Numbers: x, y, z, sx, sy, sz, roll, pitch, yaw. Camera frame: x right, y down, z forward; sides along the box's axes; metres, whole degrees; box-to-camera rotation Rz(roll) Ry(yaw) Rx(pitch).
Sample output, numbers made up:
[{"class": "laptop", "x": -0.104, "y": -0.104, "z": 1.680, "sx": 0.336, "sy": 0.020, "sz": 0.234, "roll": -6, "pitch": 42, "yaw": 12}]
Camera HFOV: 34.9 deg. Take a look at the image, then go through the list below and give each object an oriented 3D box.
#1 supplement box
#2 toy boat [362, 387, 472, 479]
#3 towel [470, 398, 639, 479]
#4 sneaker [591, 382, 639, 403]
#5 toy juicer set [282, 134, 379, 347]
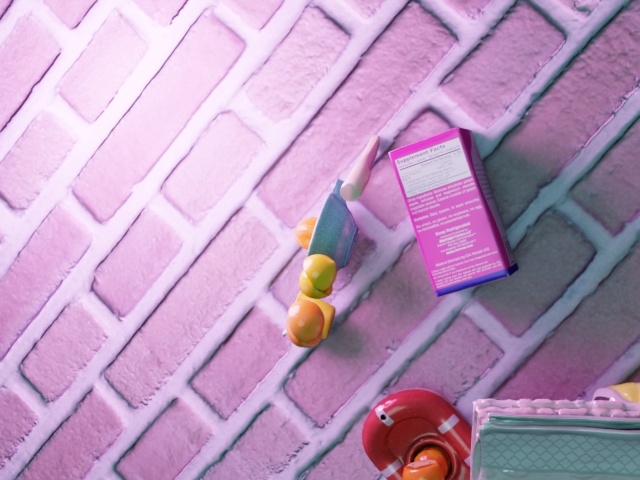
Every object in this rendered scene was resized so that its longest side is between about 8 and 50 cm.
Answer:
[{"class": "supplement box", "x": 0.193, "y": -0.042, "z": 1.463, "sx": 0.114, "sy": 0.111, "sz": 0.219, "roll": -18, "pitch": 88, "yaw": 18}, {"class": "toy boat", "x": 0.157, "y": 0.327, "z": 1.478, "sx": 0.151, "sy": 0.151, "sz": 0.231, "roll": -43, "pitch": 81, "yaw": 15}, {"class": "towel", "x": 0.366, "y": 0.331, "z": 1.355, "sx": 0.332, "sy": 0.053, "sz": 0.316, "roll": -1, "pitch": 130, "yaw": 9}, {"class": "sneaker", "x": 0.565, "y": 0.221, "z": 1.375, "sx": 0.385, "sy": 0.145, "sz": 0.147, "roll": 1, "pitch": 62, "yaw": 20}, {"class": "toy juicer set", "x": 0.000, "y": 0.000, "z": 1.474, "sx": 0.090, "sy": 0.209, "sz": 0.328, "roll": 18, "pitch": 100, "yaw": 6}]
